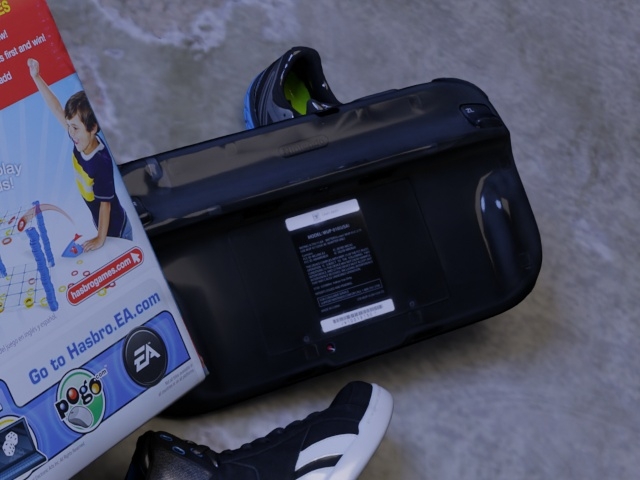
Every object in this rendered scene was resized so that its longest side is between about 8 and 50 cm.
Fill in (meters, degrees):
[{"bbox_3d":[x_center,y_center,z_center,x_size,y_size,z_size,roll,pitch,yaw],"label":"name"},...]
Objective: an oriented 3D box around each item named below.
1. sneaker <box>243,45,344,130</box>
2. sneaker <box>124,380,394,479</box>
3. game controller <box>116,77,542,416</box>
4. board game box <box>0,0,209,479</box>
[{"bbox_3d":[-0.003,-0.055,1.361,0.067,0.078,0.188,1,56,-31],"label":"sneaker"},{"bbox_3d":[-0.045,0.133,1.176,0.121,0.079,0.217,36,45,-1],"label":"sneaker"},{"bbox_3d":[0.000,0.000,1.281,0.319,0.067,0.166,-17,93,-26],"label":"game controller"},{"bbox_3d":[-0.232,0.007,1.000,0.308,0.086,0.302,-35,107,-48],"label":"board game box"}]
